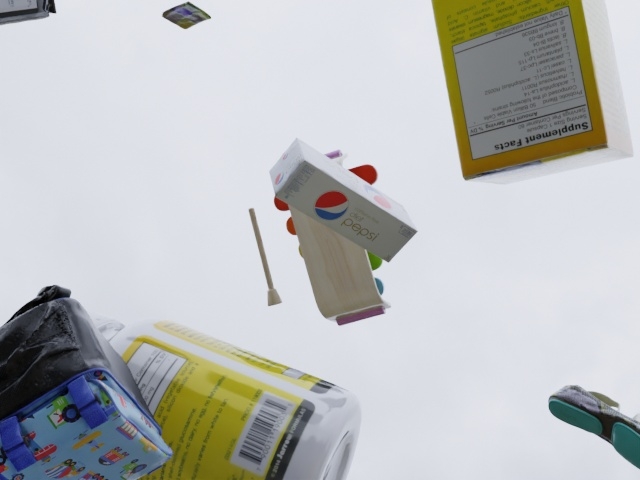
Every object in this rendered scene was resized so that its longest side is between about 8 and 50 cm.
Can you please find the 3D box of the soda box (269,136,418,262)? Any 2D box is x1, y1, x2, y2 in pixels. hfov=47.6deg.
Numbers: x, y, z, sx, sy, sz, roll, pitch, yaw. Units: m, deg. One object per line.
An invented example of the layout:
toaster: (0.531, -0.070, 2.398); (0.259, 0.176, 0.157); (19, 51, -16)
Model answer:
soda box: (0.034, -0.055, 1.035); (0.216, 0.074, 0.069); (30, -67, -29)

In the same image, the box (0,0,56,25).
box: (-0.299, -0.302, 0.453); (0.242, 0.076, 0.307); (15, -60, 29)

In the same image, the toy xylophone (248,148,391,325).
toy xylophone: (0.000, 0.000, 1.320); (0.236, 0.081, 0.322); (-8, -91, 17)

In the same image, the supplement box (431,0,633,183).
supplement box: (0.290, -0.272, 1.011); (0.194, 0.195, 0.356); (-11, -94, 33)

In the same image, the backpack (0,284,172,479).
backpack: (-0.213, 0.138, 0.504); (0.173, 0.117, 0.158); (-30, -34, -14)

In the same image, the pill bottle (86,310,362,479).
pill bottle: (-0.139, 0.195, 0.779); (0.334, 0.188, 0.188); (19, -45, 17)

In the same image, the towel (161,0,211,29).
towel: (-0.247, -0.414, 1.337); (0.083, 0.009, 0.060); (-4, -19, 43)

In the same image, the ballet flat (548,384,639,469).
ballet flat: (0.246, 0.151, 0.601); (0.114, 0.041, 0.041); (28, -32, 44)
